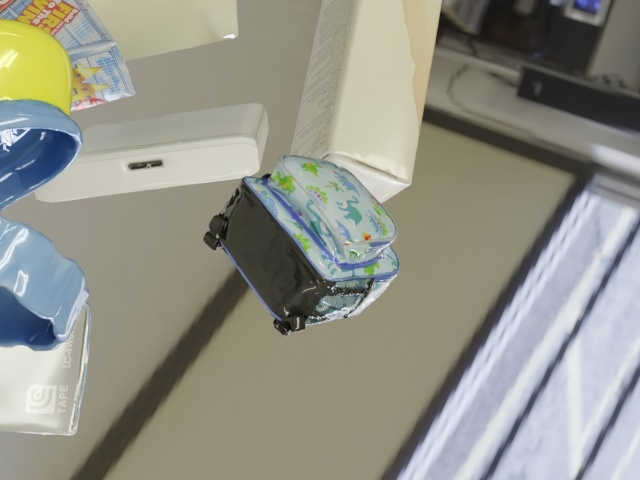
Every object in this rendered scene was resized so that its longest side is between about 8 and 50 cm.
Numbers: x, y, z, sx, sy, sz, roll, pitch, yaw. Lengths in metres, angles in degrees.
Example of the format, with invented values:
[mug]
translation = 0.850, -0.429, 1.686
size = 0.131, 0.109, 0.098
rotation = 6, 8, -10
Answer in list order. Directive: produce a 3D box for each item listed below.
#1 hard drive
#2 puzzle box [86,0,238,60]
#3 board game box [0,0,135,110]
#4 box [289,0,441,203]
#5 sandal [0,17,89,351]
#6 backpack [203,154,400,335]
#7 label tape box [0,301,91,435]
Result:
[hard drive]
translation = -0.180, -0.106, 1.539
size = 0.353, 0.233, 0.047
rotation = -93, 175, -79
[puzzle box]
translation = -0.286, -0.283, 1.340
size = 0.408, 0.052, 0.272
rotation = -13, 136, -13
[board game box]
translation = -0.233, -0.137, 0.934
size = 0.194, 0.194, 0.060
rotation = -44, 153, -17
[box]
translation = 0.058, -0.207, 1.762
size = 0.148, 0.121, 0.311
rotation = -30, -136, 59
[sandal]
translation = -0.226, 0.026, 0.560
size = 0.317, 0.138, 0.126
rotation = -28, 165, -13
[backpack]
translation = 0.000, 0.000, 0.878
size = 0.084, 0.105, 0.114
rotation = -49, 157, 20
[label tape box]
translation = -0.375, 0.074, 1.084
size = 0.347, 0.249, 0.115
rotation = 3, 94, -16
